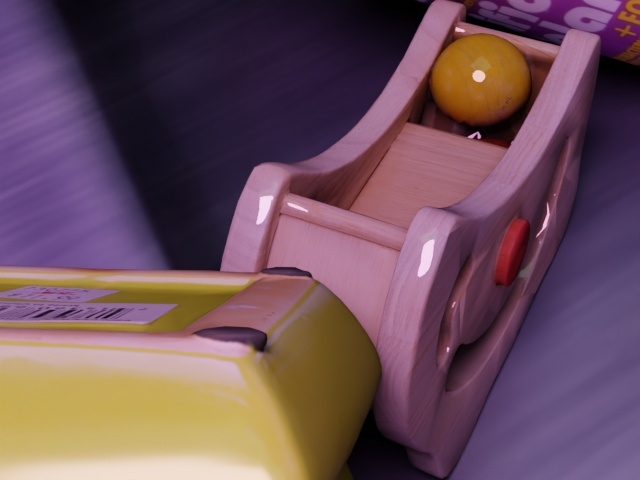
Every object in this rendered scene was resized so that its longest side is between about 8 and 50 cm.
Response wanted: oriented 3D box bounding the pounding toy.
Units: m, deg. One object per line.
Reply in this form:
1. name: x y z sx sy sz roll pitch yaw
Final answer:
1. pounding toy: 0.000 0.000 0.582 0.155 0.154 0.269 17 55 20

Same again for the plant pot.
1. plant pot: -0.087 0.115 0.406 0.228 0.227 0.207 2 95 7

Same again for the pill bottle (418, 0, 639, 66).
1. pill bottle: 0.085 -0.184 0.659 0.302 0.169 0.169 15 52 -5
